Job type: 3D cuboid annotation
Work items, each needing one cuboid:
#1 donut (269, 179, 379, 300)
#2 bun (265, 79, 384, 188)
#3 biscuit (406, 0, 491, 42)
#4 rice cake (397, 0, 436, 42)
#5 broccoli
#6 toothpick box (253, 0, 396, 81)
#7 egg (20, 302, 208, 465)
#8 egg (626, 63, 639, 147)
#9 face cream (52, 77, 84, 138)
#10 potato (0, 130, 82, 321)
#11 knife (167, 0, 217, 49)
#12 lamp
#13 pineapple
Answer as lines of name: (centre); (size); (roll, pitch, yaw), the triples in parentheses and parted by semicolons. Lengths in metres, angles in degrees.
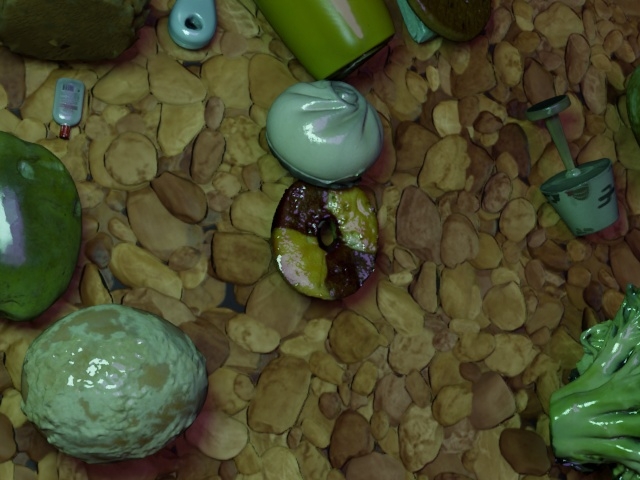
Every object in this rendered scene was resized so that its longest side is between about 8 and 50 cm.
donut: (0.000, 0.000, 1.595); (0.166, 0.073, 0.184); (3, 77, -21)
bun: (0.012, -0.167, 1.579); (0.172, 0.120, 0.173); (16, 35, -12)
biscuit: (0.195, -0.409, 1.751); (0.212, 0.036, 0.212); (15, 66, -36)
rice cake: (0.126, -0.429, 1.753); (0.045, 0.042, 0.245); (-19, 85, -37)
broccoli: (0.481, 0.240, 1.615); (0.324, 0.272, 0.334); (-54, 147, -47)
toothpick box: (-0.009, -0.368, 1.617); (0.175, 0.175, 0.271); (-36, 97, -24)
egg: (-0.255, 0.177, 1.388); (0.245, 0.203, 0.203); (5, 77, -32)
egg: (0.632, -0.194, 1.807); (0.289, 0.238, 0.238); (32, 67, 10)
face cream: (-0.347, -0.180, 1.520); (0.040, 0.021, 0.083); (9, 75, -20)
potato: (-0.399, -0.020, 1.400); (0.197, 0.148, 0.228); (15, 76, -4)
knife: (-0.189, -0.435, 1.634); (0.080, 0.044, 0.331); (5, 71, -14)
lamp: (0.397, -0.119, 1.751); (0.121, 0.121, 0.215); (-30, 104, -25)
pineapple: (-0.341, -0.429, 1.489); (0.223, 0.223, 0.357); (2, 70, -22)
